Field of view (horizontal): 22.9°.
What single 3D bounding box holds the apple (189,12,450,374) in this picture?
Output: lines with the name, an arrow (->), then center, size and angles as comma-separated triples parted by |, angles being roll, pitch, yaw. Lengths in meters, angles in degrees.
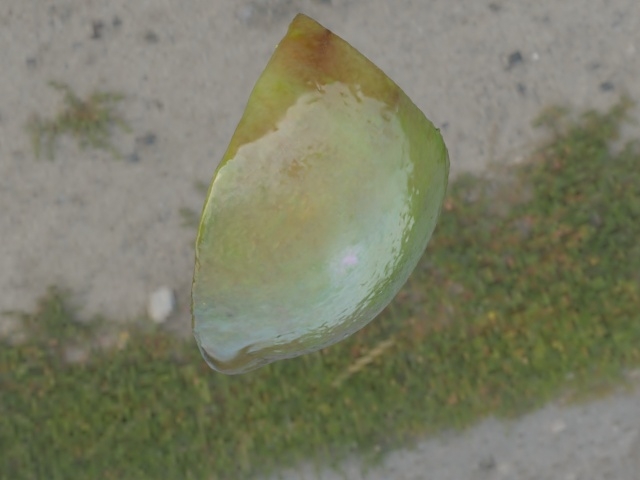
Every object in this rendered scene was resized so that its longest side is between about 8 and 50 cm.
apple -> 0.000, 0.000, 0.951 | 0.120, 0.193, 0.265 | 22, 166, 12
